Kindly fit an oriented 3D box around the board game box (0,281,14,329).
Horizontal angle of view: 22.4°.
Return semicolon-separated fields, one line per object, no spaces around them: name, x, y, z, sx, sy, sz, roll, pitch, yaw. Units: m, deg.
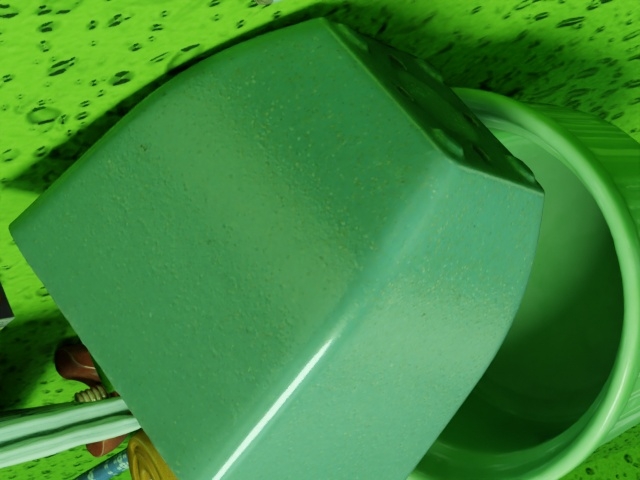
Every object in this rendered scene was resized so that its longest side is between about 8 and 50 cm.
board game box;-0.408;0.101;1.136;0.208;0.056;0.347;-32;164;36

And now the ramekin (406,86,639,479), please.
ramekin;0.137;0.034;1.224;0.303;0.303;0.148;-37;162;35

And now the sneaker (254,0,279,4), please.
sneaker;0.042;-0.210;0.777;0.153;0.099;0.282;-13;165;-11

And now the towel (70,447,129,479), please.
towel;-0.088;0.166;1.583;0.336;0.040;0.243;-31;177;22

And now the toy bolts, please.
toy bolts;-0.107;0.127;1.372;0.158;0.218;0.228;-19;179;-25

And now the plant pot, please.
plant pot;0.000;0.000;1.082;0.252;0.247;0.248;-48;151;18

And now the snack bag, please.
snack bag;-0.350;0.178;1.298;0.342;0.037;0.323;-10;178;-29
